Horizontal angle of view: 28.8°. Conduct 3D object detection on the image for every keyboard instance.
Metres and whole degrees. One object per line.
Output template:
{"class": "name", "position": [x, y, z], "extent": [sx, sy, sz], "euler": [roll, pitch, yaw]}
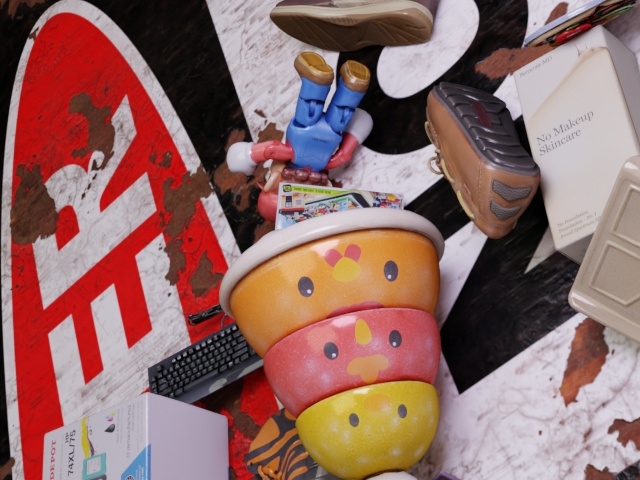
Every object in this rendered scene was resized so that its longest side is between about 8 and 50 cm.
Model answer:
{"class": "keyboard", "position": [-0.175, 0.172, 2.193], "extent": [0.317, 0.033, 0.202], "euler": [-28, 42, 18]}

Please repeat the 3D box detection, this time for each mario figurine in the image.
{"class": "mario figurine", "position": [-0.034, -0.175, 2.148], "extent": [0.198, 0.170, 0.321], "euler": [27, 118, 8]}

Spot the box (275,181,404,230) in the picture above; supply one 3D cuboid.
{"class": "box", "position": [0.030, -0.028, 2.035], "extent": [0.036, 0.206, 0.114], "euler": [104, 171, -69]}

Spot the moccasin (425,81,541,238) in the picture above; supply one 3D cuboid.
{"class": "moccasin", "position": [0.233, -0.128, 1.883], "extent": [0.380, 0.139, 0.147], "euler": [-113, 35, -56]}

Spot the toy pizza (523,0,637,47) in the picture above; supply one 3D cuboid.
{"class": "toy pizza", "position": [0.395, -0.325, 1.838], "extent": [0.201, 0.201, 0.032], "euler": [-26, 89, 32]}

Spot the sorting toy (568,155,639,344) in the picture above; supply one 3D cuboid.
{"class": "sorting toy", "position": [0.493, 0.052, 1.603], "extent": [0.307, 0.041, 0.229], "euler": [29, 116, 23]}

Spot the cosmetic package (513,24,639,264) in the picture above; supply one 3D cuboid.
{"class": "cosmetic package", "position": [0.395, -0.132, 1.785], "extent": [0.160, 0.113, 0.310], "euler": [-29, 55, 31]}

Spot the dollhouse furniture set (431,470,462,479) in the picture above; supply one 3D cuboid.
{"class": "dollhouse furniture set", "position": [0.178, 0.403, 1.778], "extent": [0.114, 0.091, 0.081], "euler": [-57, 8, 49]}

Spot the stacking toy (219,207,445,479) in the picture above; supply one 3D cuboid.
{"class": "stacking toy", "position": [0.069, 0.223, 1.803], "extent": [0.350, 0.350, 0.480], "euler": [-31, 63, 29]}

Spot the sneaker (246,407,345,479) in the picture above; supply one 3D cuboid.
{"class": "sneaker", "position": [-0.027, 0.396, 1.949], "extent": [0.180, 0.124, 0.321], "euler": [-26, 45, 38]}

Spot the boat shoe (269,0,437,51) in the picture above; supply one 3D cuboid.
{"class": "boat shoe", "position": [0.063, -0.422, 2.229], "extent": [0.342, 0.123, 0.123], "euler": [4, 66, 40]}

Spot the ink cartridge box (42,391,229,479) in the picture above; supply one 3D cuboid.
{"class": "ink cartridge box", "position": [-0.318, 0.409, 2.140], "extent": [0.270, 0.197, 0.198], "euler": [-25, 56, 33]}
